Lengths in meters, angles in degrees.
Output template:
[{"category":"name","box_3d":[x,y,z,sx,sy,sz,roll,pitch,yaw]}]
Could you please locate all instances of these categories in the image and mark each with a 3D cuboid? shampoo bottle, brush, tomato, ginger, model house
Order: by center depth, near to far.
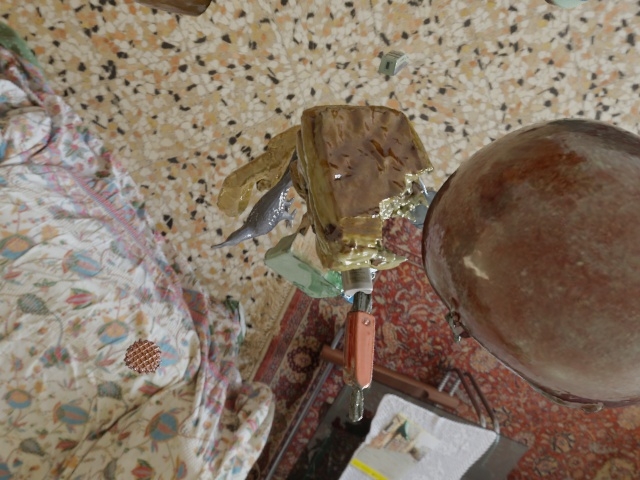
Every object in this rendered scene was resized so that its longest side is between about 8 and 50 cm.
[{"category":"tomato","box_3d":[0.266,0.023,0.525,0.316,0.317,0.282,33,110,-12]},{"category":"brush","box_3d":[0.093,0.285,1.201,0.070,0.323,0.051,25,149,-34]},{"category":"shampoo bottle","box_3d":[0.098,0.049,1.406,0.086,0.227,0.056,0,152,-8]},{"category":"ginger","box_3d":[-0.158,-0.232,1.510,0.363,0.122,0.348,-13,151,-18]},{"category":"model house","box_3d":[0.000,0.000,1.675,0.267,0.325,0.194,39,149,-23]}]

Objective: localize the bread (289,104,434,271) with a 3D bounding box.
[{"category":"bread","box_3d":[0.091,-0.109,1.060,0.314,0.191,0.370,-5,72,-29]}]

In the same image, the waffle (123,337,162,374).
[{"category":"waffle","box_3d":[-0.394,0.261,1.065,0.083,0.075,0.029,22,143,-21]}]

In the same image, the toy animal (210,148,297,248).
[{"category":"toy animal","box_3d":[-0.132,-0.088,1.358,0.367,0.206,0.081,-46,66,14]}]

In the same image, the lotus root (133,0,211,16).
[{"category":"lotus root","box_3d":[-0.167,-0.316,0.389,0.180,0.199,0.188,-5,155,-36]}]

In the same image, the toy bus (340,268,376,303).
[{"category":"toy bus","box_3d":[0.135,0.154,1.923,0.106,0.090,0.185,32,93,-45]}]

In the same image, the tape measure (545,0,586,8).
[{"category":"tape measure","box_3d":[0.604,-0.692,1.113,0.259,0.138,0.262,-29,112,-30]}]

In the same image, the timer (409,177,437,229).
[{"category":"timer","box_3d":[0.387,-0.162,1.810,0.175,0.175,0.255,-22,100,7]}]

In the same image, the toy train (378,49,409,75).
[{"category":"toy train","box_3d":[0.231,-0.545,1.437,0.052,0.234,0.051,22,125,12]}]
